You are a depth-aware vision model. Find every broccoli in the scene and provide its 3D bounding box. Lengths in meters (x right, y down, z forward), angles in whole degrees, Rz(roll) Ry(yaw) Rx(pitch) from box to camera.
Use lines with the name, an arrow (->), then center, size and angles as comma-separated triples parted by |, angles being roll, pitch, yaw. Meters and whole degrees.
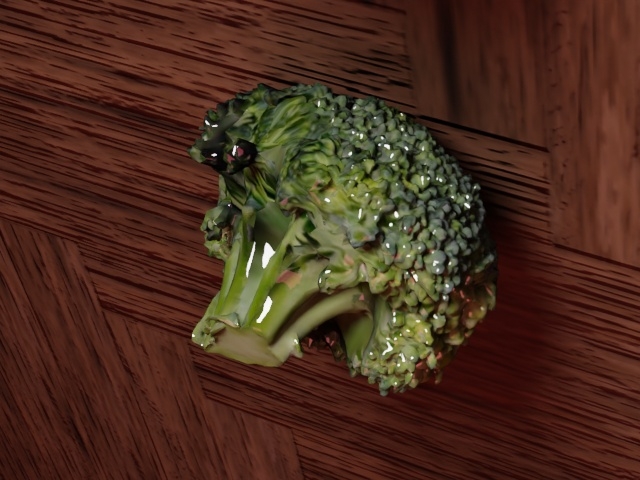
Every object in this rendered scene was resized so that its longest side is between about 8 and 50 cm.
broccoli -> 0.001, -0.002, 0.985 | 0.226, 0.176, 0.198 | -10, 125, 28
